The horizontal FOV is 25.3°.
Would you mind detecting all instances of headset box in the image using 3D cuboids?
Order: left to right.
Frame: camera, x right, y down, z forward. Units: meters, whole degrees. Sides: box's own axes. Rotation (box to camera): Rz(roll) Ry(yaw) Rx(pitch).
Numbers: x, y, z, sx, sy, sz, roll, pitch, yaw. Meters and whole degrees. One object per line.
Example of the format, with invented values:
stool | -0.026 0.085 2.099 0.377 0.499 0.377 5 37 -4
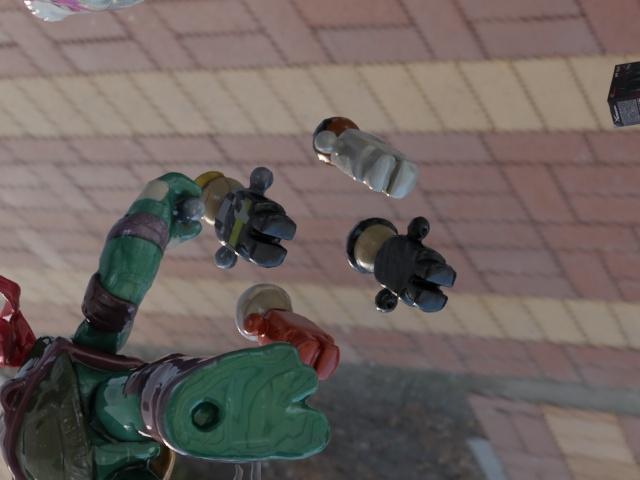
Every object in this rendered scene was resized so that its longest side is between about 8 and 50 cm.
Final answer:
headset box | 0.300 -0.133 1.255 0.083 0.062 0.032 -7 125 26

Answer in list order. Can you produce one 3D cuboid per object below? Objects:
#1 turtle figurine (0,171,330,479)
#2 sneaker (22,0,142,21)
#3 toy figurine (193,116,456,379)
turtle figurine | -0.067 0.074 0.558 0.234 0.118 0.175 25 132 67
sneaker | -0.204 -0.225 1.064 0.111 0.103 0.252 -1 -177 19
toy figurine | 0.000 0.000 1.342 0.148 0.213 0.209 37 154 56
